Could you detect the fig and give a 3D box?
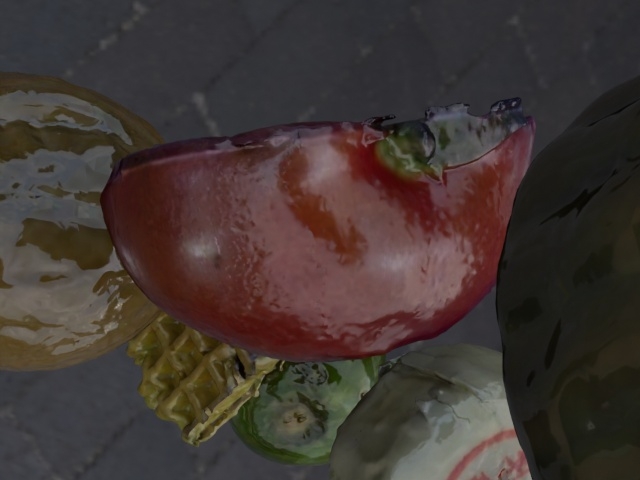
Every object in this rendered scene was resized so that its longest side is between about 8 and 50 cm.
[{"bbox_3d":[-0.009,0.141,1.982,0.275,0.206,0.206,-76,155,-64],"label":"fig"}]

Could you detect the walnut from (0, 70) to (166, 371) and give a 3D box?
[{"bbox_3d":[-0.289,-0.020,1.544,0.333,0.333,0.332,-11,106,-44],"label":"walnut"}]

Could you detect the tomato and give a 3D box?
[{"bbox_3d":[0.004,0.003,1.269,0.335,0.290,0.176,-8,89,-32],"label":"tomato"}]

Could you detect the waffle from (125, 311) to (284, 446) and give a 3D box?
[{"bbox_3d":[-0.101,0.072,1.740,0.065,0.283,0.309,-1,99,-53],"label":"waffle"}]

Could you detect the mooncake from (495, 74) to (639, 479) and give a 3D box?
[{"bbox_3d":[0.224,0.039,0.708,0.290,0.161,0.290,9,68,-24],"label":"mooncake"}]

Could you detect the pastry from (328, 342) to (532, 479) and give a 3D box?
[{"bbox_3d":[0.122,0.219,1.469,0.265,0.133,0.264,-12,118,-25],"label":"pastry"}]
